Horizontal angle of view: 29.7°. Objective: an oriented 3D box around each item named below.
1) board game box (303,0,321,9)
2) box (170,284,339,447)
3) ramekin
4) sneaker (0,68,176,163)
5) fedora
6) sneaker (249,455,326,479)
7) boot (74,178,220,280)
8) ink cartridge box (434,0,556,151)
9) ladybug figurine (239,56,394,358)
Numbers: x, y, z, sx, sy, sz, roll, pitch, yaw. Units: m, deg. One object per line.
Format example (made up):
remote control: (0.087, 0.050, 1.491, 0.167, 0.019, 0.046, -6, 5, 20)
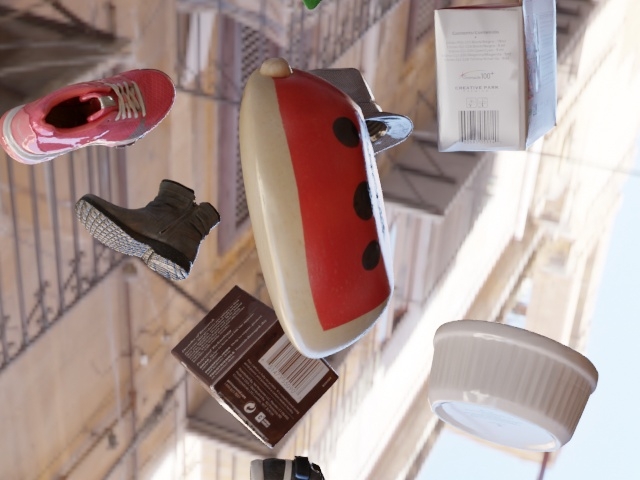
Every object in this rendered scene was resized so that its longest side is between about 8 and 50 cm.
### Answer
board game box: (0.034, -0.419, 1.495, 0.039, 0.124, 0.259, 27, -104, 32)
box: (-0.112, 0.208, 2.021, 0.167, 0.168, 0.203, -46, -153, -10)
ramekin: (0.292, 0.236, 1.900, 0.273, 0.273, 0.127, 14, -110, 15)
sneaker: (-0.338, -0.199, 1.885, 0.314, 0.116, 0.136, -25, -174, -37)
fedora: (-0.001, -0.197, 1.936, 0.275, 0.244, 0.124, -21, -103, 13)
sneaker: (-0.031, 0.405, 1.668, 0.121, 0.217, 0.079, -4, -167, -3)
boot: (-0.311, -0.049, 2.179, 0.246, 0.083, 0.161, 33, -124, -17)
ink cartridge box: (0.268, -0.285, 1.801, 0.130, 0.271, 0.309, 1, -168, 19)
ladybug figurine: (0.002, -0.044, 1.680, 0.162, 0.449, 0.305, -8, -149, 9)
